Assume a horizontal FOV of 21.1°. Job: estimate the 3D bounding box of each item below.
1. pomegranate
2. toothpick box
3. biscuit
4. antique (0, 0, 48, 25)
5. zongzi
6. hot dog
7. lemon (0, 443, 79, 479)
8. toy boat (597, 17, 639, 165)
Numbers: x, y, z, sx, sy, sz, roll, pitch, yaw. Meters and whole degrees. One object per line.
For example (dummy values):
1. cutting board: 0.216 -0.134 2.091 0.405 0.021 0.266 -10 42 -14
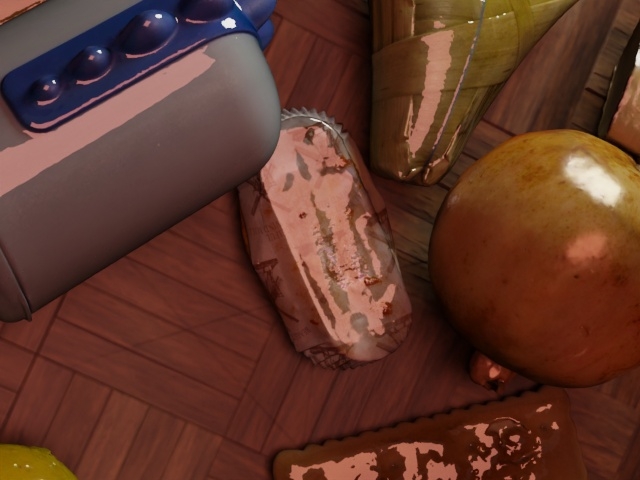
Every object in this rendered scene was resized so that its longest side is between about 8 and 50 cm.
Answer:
1. pomegranate: 0.223 0.034 1.653 0.252 0.229 0.270 26 110 -39
2. toothpick box: -0.190 -0.114 1.520 0.355 0.263 0.263 -31 98 -15
3. biscuit: 0.121 0.278 1.715 0.325 0.044 0.217 -11 91 -15
4. antique: -0.368 -0.203 1.561 0.310 0.087 0.093 -30 98 -15
5. zongzi: 0.164 -0.164 1.703 0.256 0.115 0.228 1 88 -24
6. hot dog: 0.000 0.000 1.668 0.144 0.075 0.268 -19 98 -10
7. lemon: -0.288 0.268 1.536 0.206 0.173 0.173 5 88 -31
8. toy boat: 0.324 -0.147 1.707 0.061 0.116 0.188 23 46 -1
